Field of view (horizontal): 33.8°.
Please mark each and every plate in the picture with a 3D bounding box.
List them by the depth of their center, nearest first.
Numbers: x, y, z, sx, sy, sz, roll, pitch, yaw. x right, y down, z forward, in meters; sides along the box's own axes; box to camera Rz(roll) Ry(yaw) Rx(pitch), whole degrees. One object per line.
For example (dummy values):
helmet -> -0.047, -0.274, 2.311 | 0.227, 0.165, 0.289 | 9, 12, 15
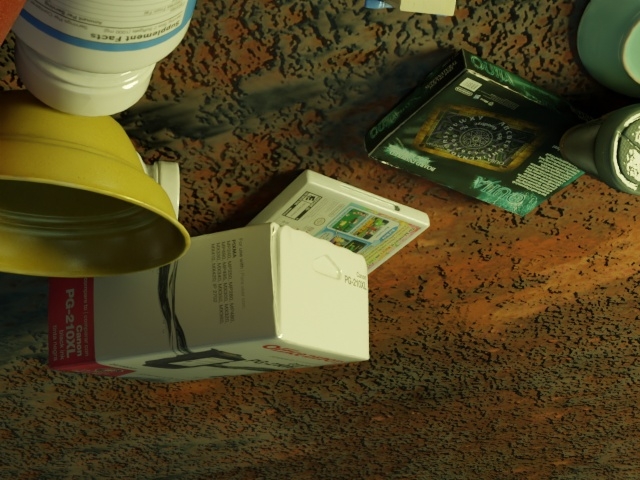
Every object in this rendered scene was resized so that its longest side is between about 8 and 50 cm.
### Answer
plate -> 0.290, -0.159, 0.794 | 0.188, 0.024, 0.188 | -2, 149, -1

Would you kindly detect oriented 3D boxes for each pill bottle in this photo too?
pill bottle -> -0.127, -0.179, 0.623 | 0.124, 0.124, 0.221 | 6, 146, -17
pill bottle -> -0.194, -0.037, 0.860 | 0.152, 0.086, 0.086 | 2, 146, -13

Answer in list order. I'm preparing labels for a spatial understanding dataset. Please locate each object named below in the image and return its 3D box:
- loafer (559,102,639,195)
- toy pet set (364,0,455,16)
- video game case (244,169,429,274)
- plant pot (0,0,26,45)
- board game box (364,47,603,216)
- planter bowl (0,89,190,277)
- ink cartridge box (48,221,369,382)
loafer -> 0.323, -0.084, 0.874 | 0.268, 0.096, 0.084 | -2, -170, -24
toy pet set -> 0.076, -0.205, 0.692 | 0.122, 0.065, 0.114 | 2, 111, -17
video game case -> 0.000, 0.000, 1.006 | 0.143, 0.019, 0.157 | 18, 139, -32
plant pot -> -0.266, -0.148, 0.460 | 0.236, 0.267, 0.267 | -33, 107, 27
board game box -> 0.147, -0.085, 0.891 | 0.186, 0.026, 0.126 | 19, 140, -32
planter bowl -> -0.197, -0.045, 0.737 | 0.217, 0.090, 0.217 | 2, 161, 1
ink cartridge box -> -0.096, 0.064, 0.944 | 0.237, 0.100, 0.172 | -10, 164, 26
